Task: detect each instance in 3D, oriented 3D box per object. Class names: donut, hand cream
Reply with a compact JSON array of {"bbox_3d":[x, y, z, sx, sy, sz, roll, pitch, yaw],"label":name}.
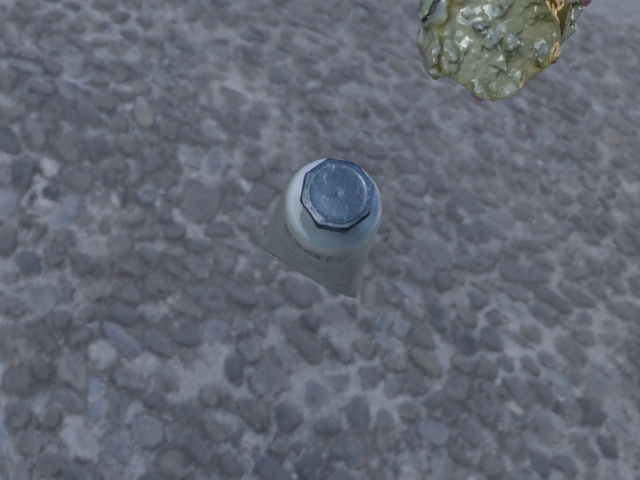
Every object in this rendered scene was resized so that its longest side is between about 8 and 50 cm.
[{"bbox_3d":[0.269,-0.270,0.956,0.150,0.371,0.307,42,61,-28],"label":"donut"},{"bbox_3d":[0.000,0.000,0.625,0.080,0.234,0.050,30,78,1],"label":"hand cream"}]
